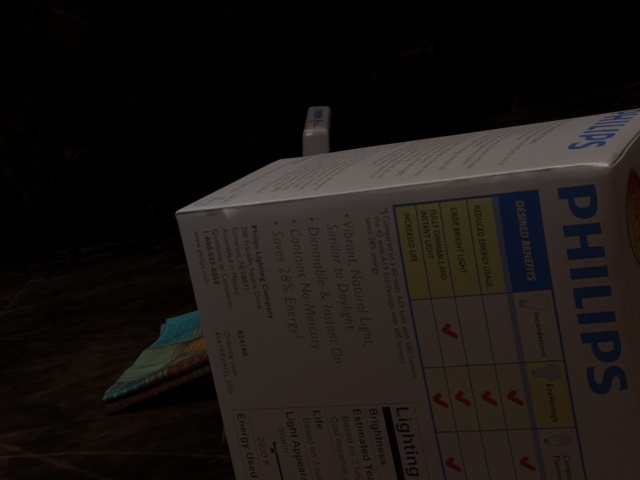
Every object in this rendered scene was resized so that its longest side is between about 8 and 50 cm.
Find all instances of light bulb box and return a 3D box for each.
[{"bbox_3d":[0.118,0.099,1.274,0.361,0.357,0.225,-6,14,25],"label":"light bulb box"}]

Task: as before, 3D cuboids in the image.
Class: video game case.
[{"bbox_3d":[0.000,0.000,2.029,0.036,0.328,0.300,-1,10,1],"label":"video game case"}]

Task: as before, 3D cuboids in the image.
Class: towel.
[{"bbox_3d":[-0.143,0.126,2.164,0.272,0.040,0.370,-24,8,12],"label":"towel"}]

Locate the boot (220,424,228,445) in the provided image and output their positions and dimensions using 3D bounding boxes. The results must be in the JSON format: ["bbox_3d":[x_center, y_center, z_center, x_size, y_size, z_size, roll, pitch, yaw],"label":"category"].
[{"bbox_3d":[-0.065,0.208,1.807,0.114,0.037,0.106,-17,8,-2],"label":"boot"}]
